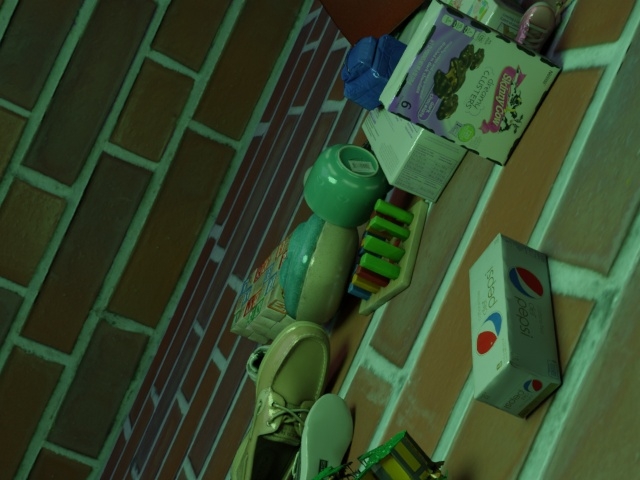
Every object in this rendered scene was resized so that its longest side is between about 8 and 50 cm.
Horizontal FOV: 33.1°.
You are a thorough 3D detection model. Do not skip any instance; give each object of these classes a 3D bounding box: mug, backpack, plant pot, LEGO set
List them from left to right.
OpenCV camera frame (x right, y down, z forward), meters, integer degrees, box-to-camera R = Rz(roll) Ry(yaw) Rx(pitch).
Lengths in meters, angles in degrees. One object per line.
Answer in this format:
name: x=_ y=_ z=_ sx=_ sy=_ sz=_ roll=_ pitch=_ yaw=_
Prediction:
mug: x=0.053 y=-0.108 z=1.823 sx=0.158 sy=0.129 sz=0.097 roll=-50 pitch=-9 yaw=-46
LEGO set: x=0.047 y=0.389 z=1.283 sx=0.255 sy=0.192 sz=0.331 roll=-39 pitch=-2 yaw=-40
backpack: x=0.086 y=-0.284 z=1.804 sx=0.120 sy=0.101 sz=0.098 roll=-35 pitch=32 yaw=59
plant pot: x=0.119 y=-0.588 z=2.201 sx=0.267 sy=0.236 sz=0.267 roll=-57 pitch=13 yaw=-31

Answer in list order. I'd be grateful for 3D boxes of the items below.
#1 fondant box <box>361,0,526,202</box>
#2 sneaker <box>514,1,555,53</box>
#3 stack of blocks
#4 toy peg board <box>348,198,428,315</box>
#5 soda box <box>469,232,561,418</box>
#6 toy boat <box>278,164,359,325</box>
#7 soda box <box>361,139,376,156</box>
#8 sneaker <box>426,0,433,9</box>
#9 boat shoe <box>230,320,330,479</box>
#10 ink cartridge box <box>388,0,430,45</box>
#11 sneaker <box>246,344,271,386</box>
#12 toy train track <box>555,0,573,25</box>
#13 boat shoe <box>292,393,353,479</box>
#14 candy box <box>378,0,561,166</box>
fondant box: x=0.204 y=-0.260 z=1.761 sx=0.330 sy=0.096 sz=0.238 roll=-61 pitch=22 yaw=22
sneaker: x=0.304 y=-0.278 z=1.573 sx=0.070 sy=0.051 sz=0.134 roll=-81 pitch=15 yaw=-51
stack of blocks: x=-0.093 y=0.120 z=2.262 sx=0.297 sy=0.087 sz=0.171 roll=-44 pitch=26 yaw=55
toy peg board: x=0.094 y=0.018 z=1.786 sx=0.160 sy=0.079 sz=0.161 roll=-42 pitch=27 yaw=57
soda box: x=0.220 y=0.094 z=1.238 sx=0.074 sy=0.069 sz=0.216 roll=-55 pitch=17 yaw=37
toy boat: x=0.000 y=0.000 z=1.946 sx=0.267 sy=0.148 sz=0.318 roll=102 pitch=-172 yaw=-55
soda box: x=0.133 y=-0.186 z=2.008 sx=0.169 sy=0.060 sz=0.053 roll=-45 pitch=26 yaw=53
sneaker: x=0.228 y=-0.420 z=2.009 sx=0.188 sy=0.078 sz=0.067 roll=140 pitch=150 yaw=-64
boat shoe: x=-0.056 y=0.303 z=1.809 sx=0.110 sy=0.122 sz=0.341 roll=-126 pitch=51 yaw=-68
ink cartridge box: x=0.186 y=-0.453 z=2.255 sx=0.239 sy=0.060 sz=0.275 roll=-70 pitch=15 yaw=-12
sneaker: x=-0.085 y=0.237 z=1.998 sx=0.292 sy=0.118 sz=0.110 roll=158 pitch=133 yaw=-72
toy train track: x=0.355 y=-0.346 z=1.571 sx=0.083 sy=0.014 sz=0.048 roll=-48 pitch=23 yaw=49
boat shoe: x=-0.008 y=0.339 z=1.635 sx=0.070 sy=0.078 sz=0.219 roll=-44 pitch=28 yaw=53
candy box: x=0.210 y=-0.222 z=1.520 sx=0.165 sy=0.196 sz=0.070 roll=-62 pitch=16 yaw=16
